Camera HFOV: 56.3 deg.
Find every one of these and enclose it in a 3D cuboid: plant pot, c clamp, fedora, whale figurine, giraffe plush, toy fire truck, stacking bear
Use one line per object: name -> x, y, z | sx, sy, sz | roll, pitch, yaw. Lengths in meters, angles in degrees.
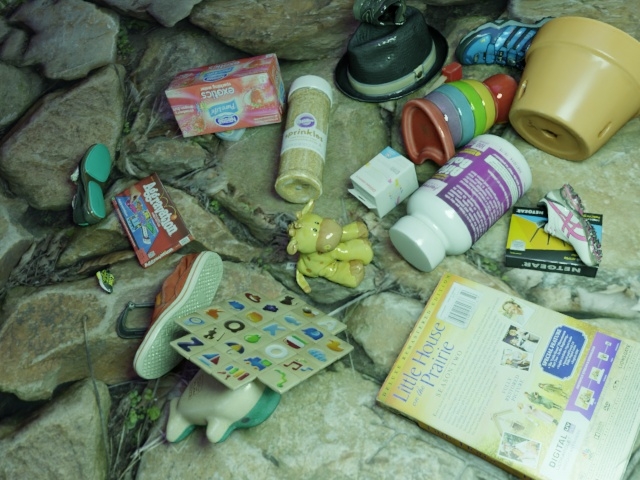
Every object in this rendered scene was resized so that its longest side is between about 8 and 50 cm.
plant pot -> 0.556, -0.312, 1.316 | 0.291, 0.291, 0.203 | 31, 87, 33
c clamp -> -0.408, 0.170, 1.426 | 0.160, 0.022, 0.137 | -10, 59, 9
fedora -> 0.184, -0.540, 1.653 | 0.334, 0.152, 0.334 | -9, 53, 12
whale figurine -> -0.190, 0.318, 1.199 | 0.272, 0.141, 0.216 | -36, 34, 19
giraffe plush -> 0.000, 0.000, 1.318 | 0.210, 0.170, 0.181 | -15, 53, 7
toy fire truck -> 0.320, -0.373, 1.557 | 0.192, 0.047, 0.135 | -37, 53, -8
stacking bear -> 0.354, -0.308, 1.428 | 0.289, 0.164, 0.175 | -26, 17, -18

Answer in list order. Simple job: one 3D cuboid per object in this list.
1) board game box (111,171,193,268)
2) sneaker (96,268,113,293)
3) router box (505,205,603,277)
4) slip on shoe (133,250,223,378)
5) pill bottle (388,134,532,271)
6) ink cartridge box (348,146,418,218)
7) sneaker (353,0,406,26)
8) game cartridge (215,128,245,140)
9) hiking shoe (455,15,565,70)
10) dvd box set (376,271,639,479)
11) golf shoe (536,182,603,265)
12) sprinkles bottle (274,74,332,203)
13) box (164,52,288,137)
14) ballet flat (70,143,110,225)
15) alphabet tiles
board game box -> -0.454, -0.060, 1.597 | 0.145, 0.027, 0.281 | -32, 53, -8
sneaker -> -0.537, 0.100, 1.507 | 0.035, 0.031, 0.083 | -35, 53, -9
router box -> 0.484, 0.000, 1.243 | 0.178, 0.046, 0.133 | 7, 58, 21
slip on shoe -> -0.329, 0.162, 1.349 | 0.101, 0.123, 0.331 | 1, 51, 27
pill bottle -> 0.293, -0.076, 1.280 | 0.301, 0.169, 0.169 | -42, 54, -14
ink cartridge box -> 0.145, -0.132, 1.417 | 0.143, 0.090, 0.092 | -39, 53, -10
sneaker -> 0.207, -0.634, 1.569 | 0.227, 0.087, 0.130 | -40, 56, -18
game cartridge -> -0.261, -0.312, 1.721 | 0.083, 0.017, 0.056 | 17, 66, 27
hiking shoe -> 0.504, -0.498, 1.545 | 0.304, 0.113, 0.132 | -7, 53, 13
dvd box set -> 0.356, 0.258, 1.093 | 0.420, 0.062, 0.308 | 20, 64, 28
golf shoe -> 0.497, -0.021, 1.192 | 0.086, 0.067, 0.186 | -31, 49, 28
sprinkles bottle -> -0.039, -0.266, 1.552 | 0.121, 0.121, 0.355 | -5, 55, 15
box -> -0.258, -0.405, 1.682 | 0.300, 0.154, 0.142 | -6, 38, 13
ballet flat -> -0.662, -0.159, 1.696 | 0.096, 0.095, 0.280 | -22, 51, 17
alphabet tiles -> -0.110, 0.188, 1.185 | 0.285, 0.011, 0.342 | 25, 26, 30
